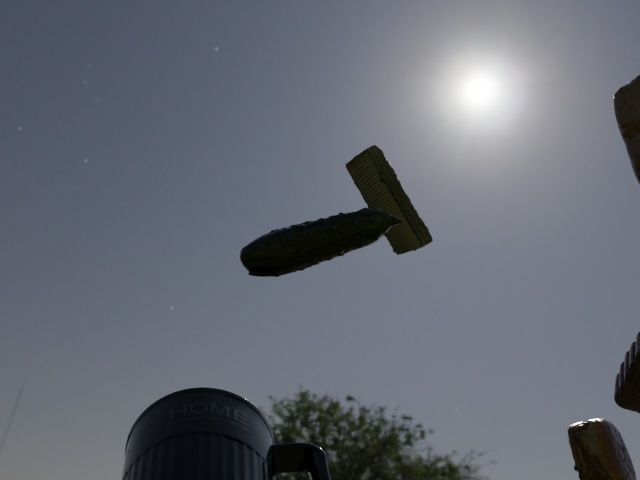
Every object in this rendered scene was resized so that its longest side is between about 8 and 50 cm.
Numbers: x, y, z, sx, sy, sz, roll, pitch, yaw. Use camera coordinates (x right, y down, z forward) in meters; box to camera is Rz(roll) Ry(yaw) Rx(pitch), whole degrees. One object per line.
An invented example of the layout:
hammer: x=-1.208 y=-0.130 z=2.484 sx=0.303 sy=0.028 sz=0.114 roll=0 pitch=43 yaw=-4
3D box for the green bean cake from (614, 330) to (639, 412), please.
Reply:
green bean cake: x=0.476 y=0.184 z=0.975 sx=0.135 sy=0.056 sz=0.135 roll=13 pitch=-47 yaw=11

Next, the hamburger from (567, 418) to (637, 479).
hamburger: x=0.470 y=0.367 z=1.212 sx=0.083 sy=0.138 sz=0.147 roll=-21 pitch=-26 yaw=26

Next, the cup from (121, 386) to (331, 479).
cup: x=-0.152 y=0.406 z=1.075 sx=0.308 sy=0.242 sz=0.292 roll=26 pitch=12 yaw=-14

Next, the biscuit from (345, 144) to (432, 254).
biscuit: x=0.122 y=-0.071 z=1.307 sx=0.041 sy=0.199 sz=0.121 roll=-30 pitch=1 yaw=-16

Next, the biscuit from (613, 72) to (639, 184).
biscuit: x=0.900 y=-0.295 z=1.740 sx=0.104 sy=0.445 sz=0.429 roll=4 pitch=-15 yaw=-32

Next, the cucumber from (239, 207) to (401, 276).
cucumber: x=0.000 y=0.000 z=0.999 sx=0.228 sy=0.069 sz=0.069 roll=-17 pitch=-33 yaw=5
